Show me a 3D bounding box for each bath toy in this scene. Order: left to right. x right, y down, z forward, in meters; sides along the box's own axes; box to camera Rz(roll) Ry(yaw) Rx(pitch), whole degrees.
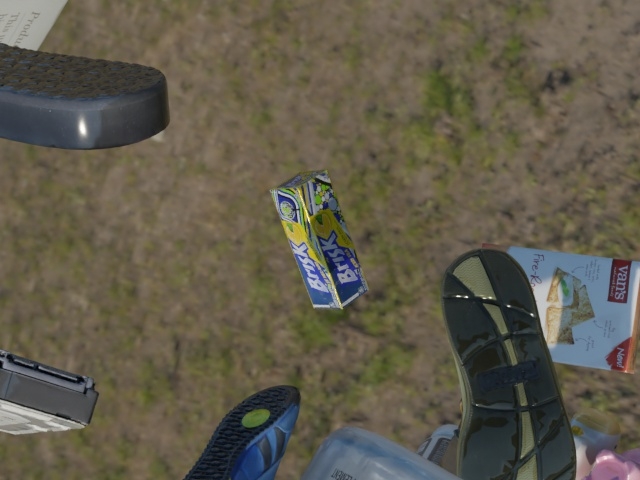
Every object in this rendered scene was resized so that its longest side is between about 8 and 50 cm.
[{"bbox_3d":[0.409,0.331,1.898,0.151,0.129,0.348,-47,41,-13],"label":"bath toy"}]

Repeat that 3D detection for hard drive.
[{"bbox_3d":[-0.428,0.174,1.667,0.339,0.237,0.064,-18,55,60],"label":"hard drive"}]

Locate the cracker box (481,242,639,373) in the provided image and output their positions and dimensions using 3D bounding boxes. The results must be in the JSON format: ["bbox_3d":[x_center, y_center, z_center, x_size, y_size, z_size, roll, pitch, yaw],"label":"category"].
[{"bbox_3d":[0.335,0.095,1.954,0.232,0.067,0.156,7,86,22],"label":"cracker box"}]

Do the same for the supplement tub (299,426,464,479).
[{"bbox_3d":[0.014,0.283,0.785,0.193,0.193,0.316,17,74,54],"label":"supplement tub"}]

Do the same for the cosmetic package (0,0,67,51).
[{"bbox_3d":[-0.536,-0.232,1.366,0.327,0.393,0.329,51,125,16],"label":"cosmetic package"}]

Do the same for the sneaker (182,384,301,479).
[{"bbox_3d":[-0.076,0.236,1.421,0.069,0.082,0.209,-3,34,34],"label":"sneaker"}]

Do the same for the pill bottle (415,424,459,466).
[{"bbox_3d":[0.152,0.300,1.780,0.078,0.078,0.137,-41,4,36],"label":"pill bottle"}]

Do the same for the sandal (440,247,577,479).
[{"bbox_3d":[0.191,0.157,1.409,0.086,0.120,0.303,16,-111,-84],"label":"sandal"}]

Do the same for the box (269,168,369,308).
[{"bbox_3d":[0.000,0.000,1.726,0.054,0.059,0.169,-2,114,47],"label":"box"}]

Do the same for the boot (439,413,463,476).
[{"bbox_3d":[0.189,0.358,1.565,0.264,0.096,0.280,99,152,-43],"label":"boot"}]

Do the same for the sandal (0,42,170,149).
[{"bbox_3d":[-0.193,-0.072,0.734,0.254,0.097,0.054,15,118,34],"label":"sandal"}]
